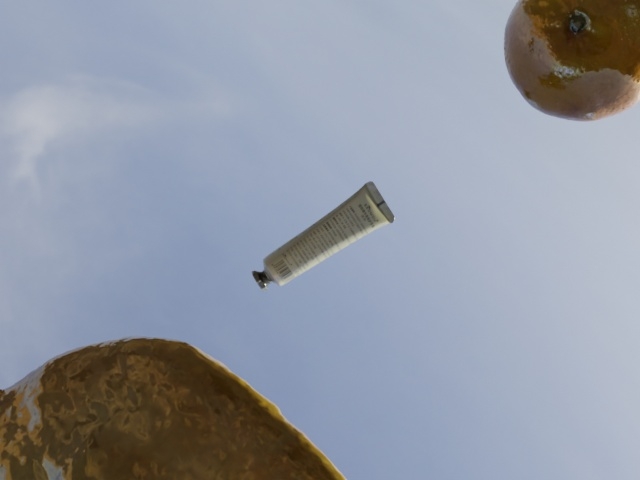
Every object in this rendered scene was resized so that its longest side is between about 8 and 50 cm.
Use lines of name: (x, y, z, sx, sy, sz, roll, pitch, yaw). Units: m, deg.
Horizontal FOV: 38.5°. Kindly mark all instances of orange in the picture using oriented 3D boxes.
orange: (0.253, -0.192, 0.877, 0.156, 0.156, 0.124, 39, -174, 18)

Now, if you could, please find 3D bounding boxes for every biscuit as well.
biscuit: (-0.184, 0.300, 0.844, 0.446, 0.429, 0.104, 49, -176, 23)

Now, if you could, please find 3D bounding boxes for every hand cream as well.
hand cream: (0.000, 0.000, 1.176, 0.067, 0.195, 0.042, 57, 180, -20)
